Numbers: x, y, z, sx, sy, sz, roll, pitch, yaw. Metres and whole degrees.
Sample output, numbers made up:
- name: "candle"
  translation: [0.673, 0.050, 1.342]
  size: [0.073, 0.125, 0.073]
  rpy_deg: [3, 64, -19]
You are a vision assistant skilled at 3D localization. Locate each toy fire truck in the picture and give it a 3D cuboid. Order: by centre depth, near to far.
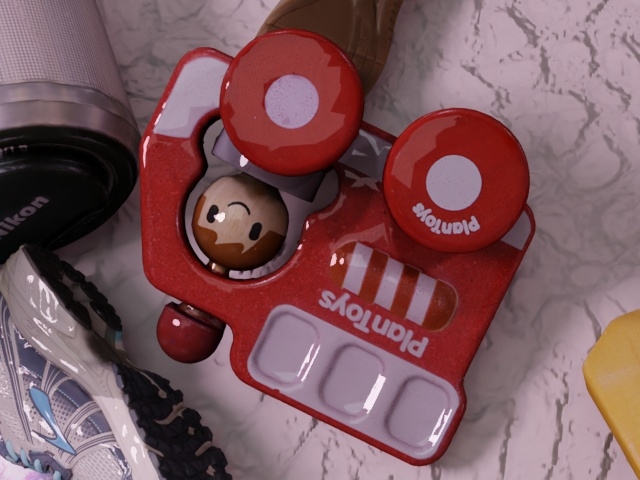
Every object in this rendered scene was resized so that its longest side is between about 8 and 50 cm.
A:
- name: "toy fire truck"
  translation: [0.000, 0.000, 0.900]
  size: [0.302, 0.169, 0.254]
  rpy_deg: [25, 90, -1]

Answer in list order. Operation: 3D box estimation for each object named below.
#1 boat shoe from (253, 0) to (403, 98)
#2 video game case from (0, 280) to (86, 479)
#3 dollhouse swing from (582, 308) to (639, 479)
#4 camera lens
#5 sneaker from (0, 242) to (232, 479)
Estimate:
- name: "boat shoe"
  translation: [0.015, -0.186, 1.039]
  size: [0.104, 0.089, 0.285]
  rpy_deg: [34, 79, -6]
- name: "video game case"
  translation: [-0.283, 0.166, 0.976]
  size: [0.274, 0.026, 0.196]
  rpy_deg: [-26, 66, -2]
- name: "dollhouse swing"
  translation: [0.383, 0.204, 0.822]
  size: [0.346, 0.305, 0.315]
  rpy_deg: [-21, 108, 1]
- name: "camera lens"
  translation: [-0.277, -0.133, 0.986]
  size: [0.219, 0.219, 0.274]
  rpy_deg: [-22, 67, 1]
- name: "sneaker"
  translation: [-0.173, 0.140, 0.914]
  size: [0.122, 0.110, 0.283]
  rpy_deg: [-44, 64, 10]
